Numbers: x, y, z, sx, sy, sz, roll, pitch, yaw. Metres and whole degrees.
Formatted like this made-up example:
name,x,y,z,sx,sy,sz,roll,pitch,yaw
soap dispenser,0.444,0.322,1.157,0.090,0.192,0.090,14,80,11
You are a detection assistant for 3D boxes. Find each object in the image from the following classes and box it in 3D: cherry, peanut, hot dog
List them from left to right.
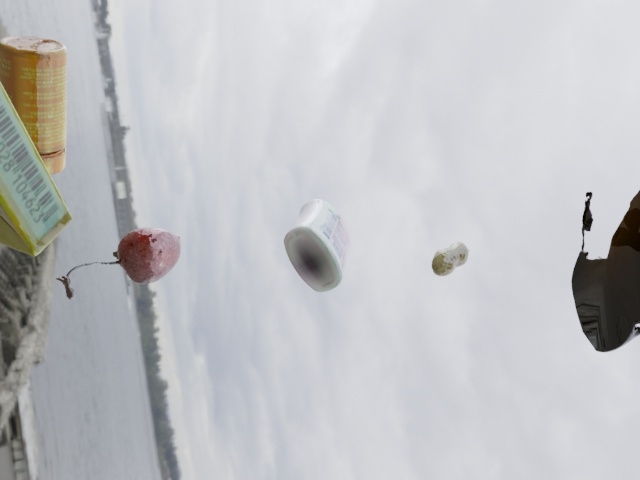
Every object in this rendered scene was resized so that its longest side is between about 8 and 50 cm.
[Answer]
name,x,y,z,sx,sy,sz,roll,pitch,yaw
cherry,-0.351,0.047,1.241,0.090,0.225,0.107,48,-23,36
peanut,0.180,0.024,0.945,0.037,0.083,0.037,14,-68,37
hot dog,0.432,-0.006,0.838,0.326,0.107,0.194,120,-40,-58

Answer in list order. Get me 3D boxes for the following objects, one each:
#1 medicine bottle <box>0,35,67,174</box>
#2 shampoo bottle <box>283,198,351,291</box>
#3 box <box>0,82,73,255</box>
name,x,y,z,sx,sy,sz,roll,pitch,yaw
medicine bottle,-0.432,-0.202,1.040,0.096,0.096,0.192,-122,-142,-55
shampoo bottle,0.000,0.000,0.699,0.072,0.043,0.099,58,20,-16
box,-0.235,-0.114,0.330,0.153,0.041,0.279,17,-38,23
